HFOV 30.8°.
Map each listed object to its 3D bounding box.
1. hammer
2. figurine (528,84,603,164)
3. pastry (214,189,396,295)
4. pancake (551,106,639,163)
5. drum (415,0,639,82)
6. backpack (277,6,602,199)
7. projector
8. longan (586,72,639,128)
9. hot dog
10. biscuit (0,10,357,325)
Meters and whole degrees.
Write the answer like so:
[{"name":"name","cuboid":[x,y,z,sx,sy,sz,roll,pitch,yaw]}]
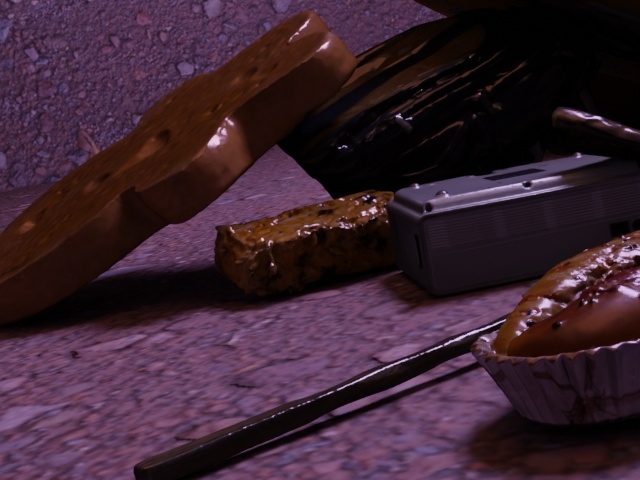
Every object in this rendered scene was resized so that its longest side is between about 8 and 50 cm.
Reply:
[{"name":"hammer","cuboid":[0.050,0.052,0.511,0.292,0.029,0.058,-18,9,-32]},{"name":"figurine","cuboid":[0.164,-0.085,1.028,0.153,0.132,0.132,-23,8,3]},{"name":"pastry","cuboid":[0.000,0.000,0.802,0.140,0.056,0.080,-12,20,-24]},{"name":"pancake","cuboid":[0.210,-0.057,0.766,0.184,0.020,0.190,16,4,-17]},{"name":"drum","cuboid":[0.251,-0.279,0.997,0.431,0.214,0.431,18,4,-1]},{"name":"backpack","cuboid":[0.102,-0.106,0.919,0.258,0.133,0.206,-36,28,-3]},{"name":"projector","cuboid":[0.124,-0.015,0.733,0.147,0.061,0.115,-11,7,-6]},{"name":"longan","cuboid":[0.366,-0.299,1.371,0.404,0.336,0.404,-23,7,3]},{"name":"hot dog","cuboid":[0.135,0.026,0.465,0.192,0.053,0.099,-16,6,-41]},{"name":"biscuit","cuboid":[-0.126,-0.053,0.906,0.355,0.052,0.275,-37,20,2]}]
